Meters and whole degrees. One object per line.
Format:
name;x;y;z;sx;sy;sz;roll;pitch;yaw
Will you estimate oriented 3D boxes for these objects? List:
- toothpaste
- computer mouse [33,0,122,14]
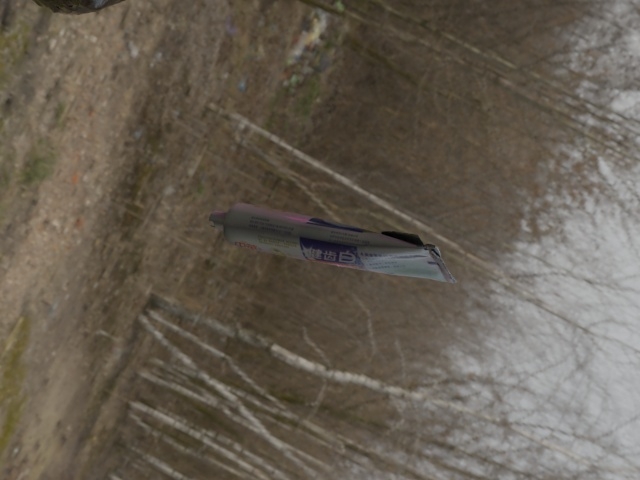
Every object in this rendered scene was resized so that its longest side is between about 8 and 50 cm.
toothpaste;0.000;0.000;0.519;0.028;0.169;0.045;-64;146;-22
computer mouse;-0.229;-0.284;0.558;0.116;0.323;0.183;-47;176;-15
